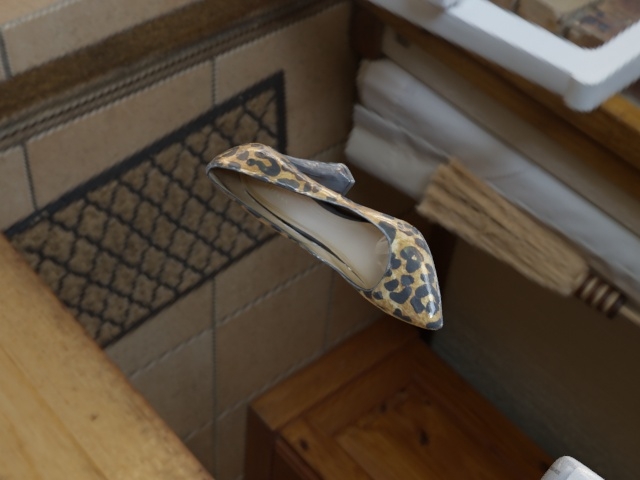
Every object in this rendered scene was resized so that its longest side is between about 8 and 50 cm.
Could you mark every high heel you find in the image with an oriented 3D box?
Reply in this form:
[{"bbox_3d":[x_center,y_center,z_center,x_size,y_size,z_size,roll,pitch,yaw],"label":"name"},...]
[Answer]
[{"bbox_3d":[0.000,0.000,1.006,0.186,0.261,0.093,4,127,-40],"label":"high heel"}]

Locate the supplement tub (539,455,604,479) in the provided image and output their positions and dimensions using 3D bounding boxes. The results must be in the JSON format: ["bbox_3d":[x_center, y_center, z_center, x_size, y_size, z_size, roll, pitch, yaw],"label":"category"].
[{"bbox_3d":[0.199,0.294,0.875,0.190,0.117,0.117,-50,151,-5],"label":"supplement tub"}]
